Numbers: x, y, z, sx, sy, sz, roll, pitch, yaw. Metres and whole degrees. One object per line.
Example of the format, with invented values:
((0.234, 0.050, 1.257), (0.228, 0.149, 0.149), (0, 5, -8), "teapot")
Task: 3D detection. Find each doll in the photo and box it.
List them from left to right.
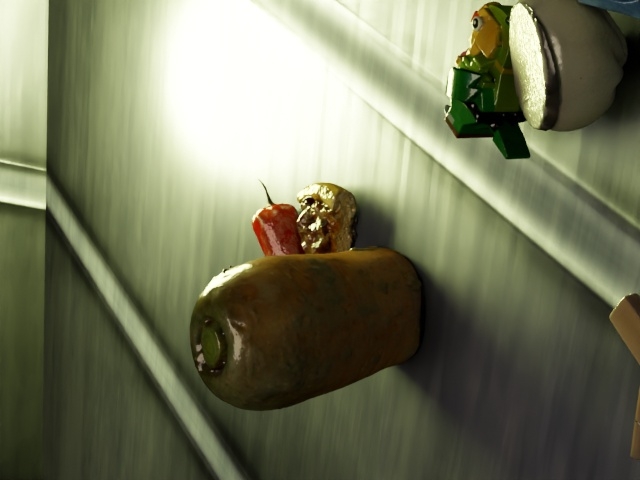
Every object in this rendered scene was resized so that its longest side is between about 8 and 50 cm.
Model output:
((0.224, -0.210, 1.528), (0.134, 0.106, 0.186), (32, 121, 58), "doll")

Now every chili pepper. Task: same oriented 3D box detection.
((-0.077, -0.025, 2.098), (0.086, 0.084, 0.192), (-34, 69, 38), "chili pepper")

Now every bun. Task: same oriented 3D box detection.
((0.295, -0.217, 1.395), (0.173, 0.119, 0.173), (167, 90, -86), "bun")

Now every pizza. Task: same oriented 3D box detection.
((-0.001, 0.000, 1.981), (0.154, 0.069, 0.194), (7, 99, 58), "pizza")

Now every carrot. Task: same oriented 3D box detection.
((-0.019, 0.127, 1.776), (0.224, 0.340, 0.224), (15, 108, 54), "carrot")

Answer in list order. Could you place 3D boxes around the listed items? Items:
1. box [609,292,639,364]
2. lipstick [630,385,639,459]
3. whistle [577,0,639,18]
((0.382, 0.118, 1.393), (0.115, 0.025, 0.048), (63, 148, 33), "box")
((0.382, 0.214, 1.414), (0.019, 0.019, 0.094), (27, 117, 55), "lipstick")
((0.362, -0.284, 1.287), (0.157, 0.090, 0.090), (20, 117, 19), "whistle")
